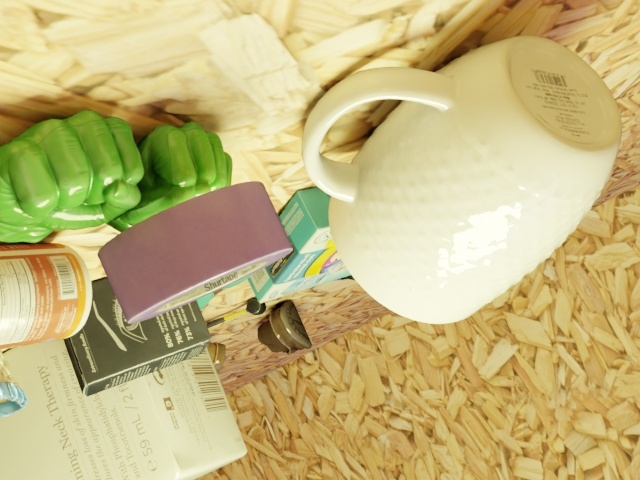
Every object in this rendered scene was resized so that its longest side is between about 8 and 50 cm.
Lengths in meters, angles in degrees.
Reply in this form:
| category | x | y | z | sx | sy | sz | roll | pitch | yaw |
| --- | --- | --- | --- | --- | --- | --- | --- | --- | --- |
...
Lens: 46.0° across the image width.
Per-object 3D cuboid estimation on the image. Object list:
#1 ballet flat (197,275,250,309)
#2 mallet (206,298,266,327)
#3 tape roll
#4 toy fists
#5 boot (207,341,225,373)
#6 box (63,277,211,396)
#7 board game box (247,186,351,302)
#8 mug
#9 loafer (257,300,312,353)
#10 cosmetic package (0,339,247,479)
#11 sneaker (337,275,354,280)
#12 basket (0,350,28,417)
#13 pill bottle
| category | x | y | z | sx | sy | sz | roll | pitch | yaw |
| --- | --- | --- | --- | --- | --- | --- | --- | --- | --- |
| ballet flat | -0.187 | 0.060 | 1.286 | 0.206 | 0.067 | 0.073 | -32 | 143 | 32 |
| mallet | -0.217 | 0.183 | 1.788 | 0.189 | 0.039 | 0.062 | -23 | 170 | 14 |
| tape roll | -0.129 | 0.013 | 0.792 | 0.189 | 0.080 | 0.189 | -24 | 175 | -2 |
| toy fists | -0.200 | -0.058 | 0.746 | 0.142 | 0.096 | 0.279 | -34 | 162 | 31 |
| boot | -0.355 | 0.316 | 1.982 | 0.115 | 0.112 | 0.305 | 16 | 153 | -22 |
| box | -0.299 | 0.135 | 1.193 | 0.207 | 0.153 | 0.108 | -17 | 166 | -23 |
| board game box | 0.060 | -0.017 | 1.336 | 0.336 | 0.079 | 0.254 | -15 | 158 | -35 |
| mug | 0.158 | -0.096 | 0.939 | 0.374 | 0.276 | 0.328 | 15 | 144 | -20 |
| loafer | -0.103 | 0.261 | 2.052 | 0.130 | 0.134 | 0.366 | -24 | 167 | -4 |
| cosmetic package | -0.412 | 0.342 | 1.405 | 0.393 | 0.329 | 0.327 | -27 | 166 | 10 |
| sneaker | 0.104 | 0.052 | 1.581 | 0.293 | 0.146 | 0.102 | -28 | 166 | 15 |
| basket | -0.481 | 0.236 | 0.961 | 0.201 | 0.289 | 0.255 | -20 | 165 | -17 |
| pill bottle | -0.380 | 0.065 | 0.850 | 0.121 | 0.121 | 0.216 | -32 | 164 | 31 |
